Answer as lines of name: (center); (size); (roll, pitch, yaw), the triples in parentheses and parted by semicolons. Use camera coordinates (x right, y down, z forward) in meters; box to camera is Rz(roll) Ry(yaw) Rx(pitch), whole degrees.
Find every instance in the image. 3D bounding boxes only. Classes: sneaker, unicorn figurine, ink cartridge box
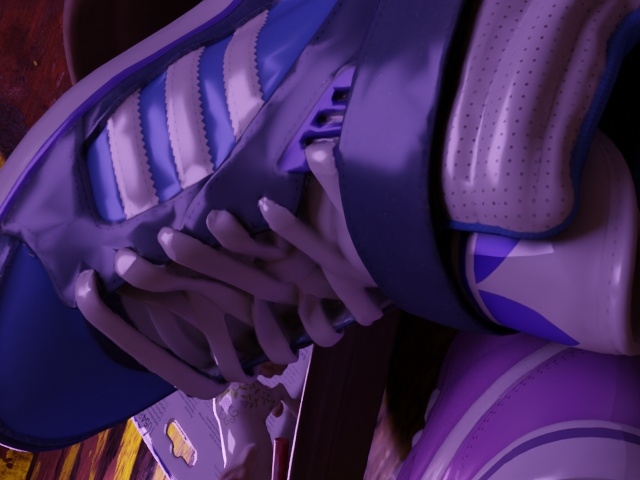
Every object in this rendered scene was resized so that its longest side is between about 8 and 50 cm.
sneaker: (0.058, 0.132, 0.461); (0.282, 0.102, 0.161); (-52, 13, 33)
unicorn figurine: (-0.041, 0.145, 0.706); (0.060, 0.111, 0.162); (-34, 61, 18)
sneaker: (0.001, 0.000, 0.391); (0.323, 0.130, 0.236); (-46, 39, -1)
ink cartridge box: (-0.067, 0.100, 0.873); (0.223, 0.045, 0.224); (41, 108, 52)

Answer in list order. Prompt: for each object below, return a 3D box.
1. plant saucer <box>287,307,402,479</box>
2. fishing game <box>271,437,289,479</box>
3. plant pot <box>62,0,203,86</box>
plant saucer: (0.030, 0.029, 0.620); (0.278, 0.041, 0.278); (13, -90, -85)
fishing game: (-0.058, 0.216, 0.497); (0.264, 0.041, 0.189); (-63, -21, -67)
plant pot: (-0.026, -0.145, 0.810); (0.229, 0.263, 0.263); (-41, -4, -35)
